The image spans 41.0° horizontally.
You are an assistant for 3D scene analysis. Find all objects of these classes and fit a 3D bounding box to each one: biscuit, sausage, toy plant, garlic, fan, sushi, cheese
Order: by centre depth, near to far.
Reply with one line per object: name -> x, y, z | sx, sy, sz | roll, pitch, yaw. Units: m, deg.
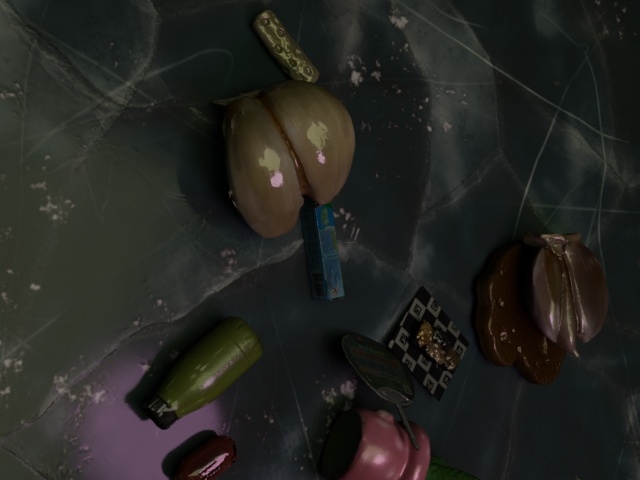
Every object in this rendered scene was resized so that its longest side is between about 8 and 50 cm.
sausage -> -0.231, 0.453, 1.743 | 0.141, 0.076, 0.076 | -38, 108, -28
garlic -> -0.080, -0.176, 1.776 | 0.286, 0.249, 0.313 | -16, 88, -31
cheese -> -0.078, -0.416, 1.880 | 0.065, 0.043, 0.194 | -48, 113, -25
toy plant -> 0.195, 0.515, 1.889 | 0.356, 0.317, 0.211 | 34, 78, -19
fan -> 0.161, 0.321, 1.922 | 0.294, 0.012, 0.223 | 51, 22, 14
sushi -> 0.283, 0.247, 2.064 | 0.215, 0.050, 0.192 | 49, 56, -22
garlic -> 0.621, 0.126, 2.176 | 0.278, 0.132, 0.325 | -6, 88, -34
biscuit -> 0.543, 0.189, 2.232 | 0.358, 0.074, 0.381 | -10, 96, -32

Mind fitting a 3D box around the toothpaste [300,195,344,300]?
toothpaste -> 0.000, 0.000, 1.903 | 0.050, 0.065, 0.267 | -10, 94, -32

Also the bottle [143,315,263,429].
bottle -> -0.238, 0.269, 1.720 | 0.260, 0.112, 0.112 | -41, 109, -25
